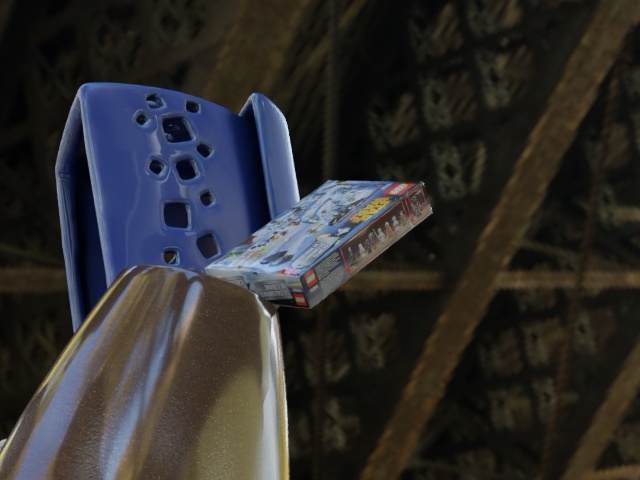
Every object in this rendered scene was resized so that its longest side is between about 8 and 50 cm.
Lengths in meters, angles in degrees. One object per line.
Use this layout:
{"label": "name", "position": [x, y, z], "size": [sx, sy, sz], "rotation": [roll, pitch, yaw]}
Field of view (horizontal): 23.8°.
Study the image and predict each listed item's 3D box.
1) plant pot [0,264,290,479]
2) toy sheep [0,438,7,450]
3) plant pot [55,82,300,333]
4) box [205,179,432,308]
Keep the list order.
{"label": "plant pot", "position": [-0.106, 0.140, 0.945], "size": [0.215, 0.215, 0.230], "rotation": [42, -124, -55]}
{"label": "toy sheep", "position": [-0.298, 0.235, 1.505], "size": [0.132, 0.091, 0.091], "rotation": [7, -64, -41]}
{"label": "plant pot", "position": [-0.141, -0.017, 1.531], "size": [0.212, 0.236, 0.236], "rotation": [-5, -17, -17]}
{"label": "box", "position": [0.000, 0.000, 1.048], "size": [0.137, 0.094, 0.027], "rotation": [-36, -63, -37]}
